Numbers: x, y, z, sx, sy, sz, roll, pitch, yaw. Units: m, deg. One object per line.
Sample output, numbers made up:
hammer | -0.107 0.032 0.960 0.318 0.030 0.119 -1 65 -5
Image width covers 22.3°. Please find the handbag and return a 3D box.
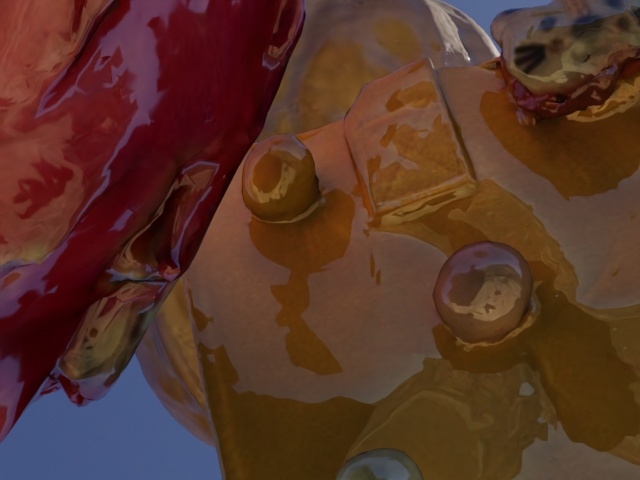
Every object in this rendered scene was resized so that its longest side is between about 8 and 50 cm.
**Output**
handbag | 0.137 0.006 0.652 0.401 0.283 0.133 -20 -41 6

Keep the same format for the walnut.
walnut | 0.002 0.001 1.089 0.306 0.306 0.344 2 -113 1

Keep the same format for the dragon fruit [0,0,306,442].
dragon fruit | -0.131 -0.081 0.493 0.249 0.371 0.386 31 -84 -2
